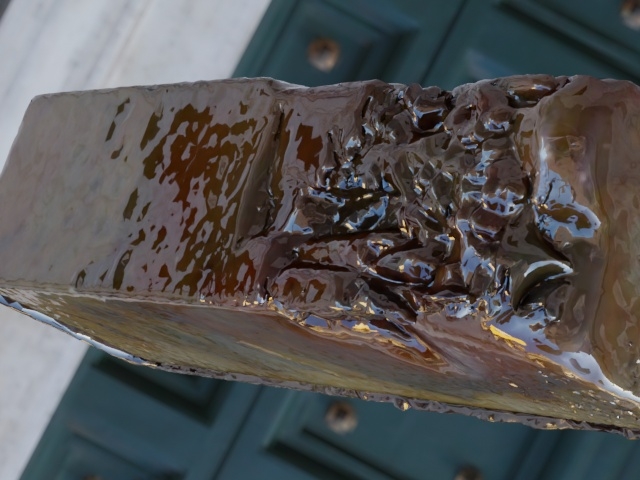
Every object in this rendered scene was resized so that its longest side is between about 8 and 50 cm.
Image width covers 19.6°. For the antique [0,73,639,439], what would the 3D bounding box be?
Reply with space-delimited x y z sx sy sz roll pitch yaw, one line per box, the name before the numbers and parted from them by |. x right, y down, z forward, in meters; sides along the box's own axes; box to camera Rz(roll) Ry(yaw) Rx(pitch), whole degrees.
antique | 0.000 0.000 0.627 0.093 0.087 0.310 29 164 -35
